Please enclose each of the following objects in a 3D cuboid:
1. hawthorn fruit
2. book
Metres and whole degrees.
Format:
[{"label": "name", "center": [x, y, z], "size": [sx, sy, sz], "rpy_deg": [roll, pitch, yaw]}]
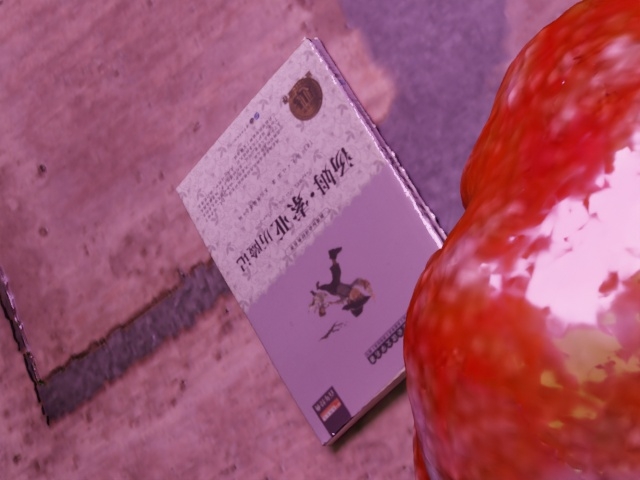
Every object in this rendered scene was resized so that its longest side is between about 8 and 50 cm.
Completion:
[{"label": "hawthorn fruit", "center": [0.162, 0.045, 0.760], "size": [0.284, 0.284, 0.284], "rpy_deg": [-2, 86, 39]}, {"label": "book", "center": [0.000, 0.000, 1.037], "size": [0.127, 0.014, 0.181], "rpy_deg": [-45, 61, 28]}]
